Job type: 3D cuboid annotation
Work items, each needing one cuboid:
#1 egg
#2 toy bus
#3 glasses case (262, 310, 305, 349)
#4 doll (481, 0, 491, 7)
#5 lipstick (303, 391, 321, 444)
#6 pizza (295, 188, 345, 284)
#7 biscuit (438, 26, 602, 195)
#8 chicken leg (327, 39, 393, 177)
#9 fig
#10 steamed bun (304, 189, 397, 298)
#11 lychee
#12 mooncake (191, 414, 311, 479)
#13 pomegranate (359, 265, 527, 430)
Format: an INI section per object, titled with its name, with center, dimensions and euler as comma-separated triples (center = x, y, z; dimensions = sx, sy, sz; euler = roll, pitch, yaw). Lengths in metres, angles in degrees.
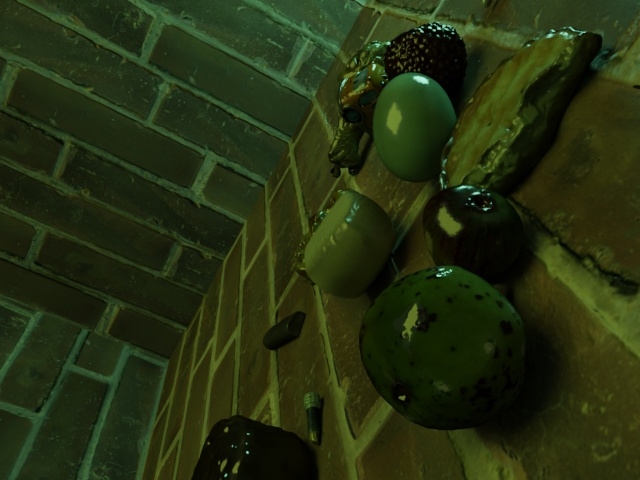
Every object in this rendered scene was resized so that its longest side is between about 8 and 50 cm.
[egg]
center = 0.189, -0.228, 1.201
dimensions = 0.168, 0.168, 0.230
euler = 144, 126, -59
[toy bus]
center = 0.152, -0.330, 1.447
dimensions = 0.136, 0.210, 0.126
euler = -31, 33, 45
[glasses case]
center = -0.103, 0.250, 1.658
dimensions = 0.191, 0.042, 0.072
euler = -39, 22, 56
[doll]
center = 0.392, -0.587, 1.353
dimensions = 0.113, 0.072, 0.135
euler = 0, 71, 52
[lipstick]
center = -0.015, 0.365, 1.217
dimensions = 0.037, 0.037, 0.116
euler = -54, 23, 31
[pizza]
center = 0.000, 0.000, 1.636
dimensions = 0.223, 0.089, 0.323
euler = -47, 22, 38
[biscuit]
center = 0.317, -0.206, 0.973
dimensions = 0.335, 0.078, 0.329
euler = -40, 26, 54
[chicken leg]
center = 0.121, -0.386, 1.742
dimensions = 0.153, 0.202, 0.429
euler = 27, -97, -78
[fig]
center = 0.208, 0.025, 0.906
dimensions = 0.245, 0.149, 0.149
euler = 101, -178, -51
[steamed bun]
center = 0.071, 0.008, 1.267
dimensions = 0.200, 0.155, 0.250
euler = -55, 12, 19
[lychee]
center = 0.235, -0.378, 1.318
dimensions = 0.188, 0.188, 0.188
euler = -55, 18, 28
[mooncake]
center = -0.161, 0.511, 1.180
dimensions = 0.324, 0.187, 0.324
euler = -58, 15, 26
[pomegranate]
center = 0.171, 0.119, 0.768
dimensions = 0.248, 0.214, 0.214
euler = -34, -8, -41
